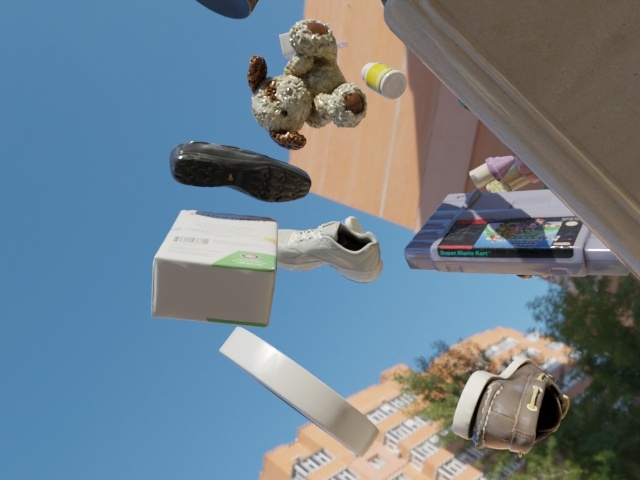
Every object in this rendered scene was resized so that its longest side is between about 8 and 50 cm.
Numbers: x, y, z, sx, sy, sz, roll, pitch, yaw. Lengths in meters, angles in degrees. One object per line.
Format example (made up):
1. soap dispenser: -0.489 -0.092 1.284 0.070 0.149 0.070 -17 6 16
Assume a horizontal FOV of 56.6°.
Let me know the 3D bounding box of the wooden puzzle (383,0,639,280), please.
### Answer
1. wooden puzzle: 0.164 -0.103 0.247 0.044 0.221 0.238 -43 -2 -37

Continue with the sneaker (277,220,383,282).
1. sneaker: 0.000 0.000 1.203 0.121 0.263 0.099 87 -165 -50

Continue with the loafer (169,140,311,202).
1. loafer: -0.123 -0.114 0.933 0.223 0.078 0.076 9 -53 -18

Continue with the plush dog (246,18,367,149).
1. plush dog: -0.050 -0.329 1.349 0.225 0.210 0.262 -26 -92 -11

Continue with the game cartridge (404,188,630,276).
1. game cartridge: 0.343 -0.022 1.007 0.230 0.355 0.068 -39 -60 -46

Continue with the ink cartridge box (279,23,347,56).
1. ink cartridge box: -0.017 -0.566 1.686 0.104 0.181 0.061 -65 -36 -78

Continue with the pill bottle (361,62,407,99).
1. pill bottle: 0.139 -0.363 1.338 0.065 0.116 0.065 -13 -57 -21

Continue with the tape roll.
1. tape roll: -0.050 0.332 1.308 0.072 0.392 0.392 -52 -42 -15

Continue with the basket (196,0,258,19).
1. basket: -0.118 -0.477 0.917 0.204 0.154 0.226 77 -144 -78

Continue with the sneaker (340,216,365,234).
1. sneaker: 0.090 0.014 1.646 0.152 0.085 0.058 59 -143 -9

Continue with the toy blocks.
1. toy blocks: 0.509 -0.089 1.245 0.260 0.288 0.309 -30 -18 26

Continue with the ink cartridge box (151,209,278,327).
1. ink cartridge box: -0.141 0.032 0.847 0.154 0.212 0.093 6 -69 -6

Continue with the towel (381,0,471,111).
1. towel: 0.124 -0.380 0.923 0.040 0.370 0.271 -34 -45 11

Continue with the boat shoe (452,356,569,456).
1. boat shoe: 0.287 0.233 0.830 0.324 0.097 0.116 15 -88 -57
